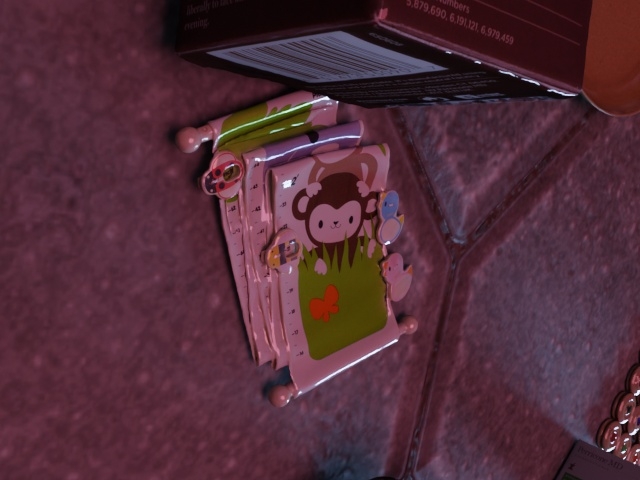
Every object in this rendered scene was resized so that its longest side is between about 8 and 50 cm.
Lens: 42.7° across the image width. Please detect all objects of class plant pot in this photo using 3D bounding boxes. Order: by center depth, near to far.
[{"bbox_3d":[0.276,-0.232,0.744,0.236,0.032,0.236,-12,109,-38],"label":"plant pot"}]

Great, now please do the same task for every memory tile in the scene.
[{"bbox_3d":[0.378,0.194,0.961,0.113,0.012,0.148,43,73,-39],"label":"memory tile"}]

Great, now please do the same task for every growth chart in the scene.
[{"bbox_3d":[0.000,0.000,0.582,0.172,0.021,0.237,-32,121,-31],"label":"growth chart"}]

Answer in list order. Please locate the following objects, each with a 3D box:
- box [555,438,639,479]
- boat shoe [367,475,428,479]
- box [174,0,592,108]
[{"bbox_3d":[0.314,0.286,0.872,0.087,0.101,0.102,-54,129,-16],"label":"box"},{"bbox_3d":[0.116,0.305,0.694,0.132,0.130,0.355,-48,122,-25],"label":"boat shoe"},{"bbox_3d":[0.041,-0.188,0.451,0.167,0.169,0.203,6,91,-41],"label":"box"}]
